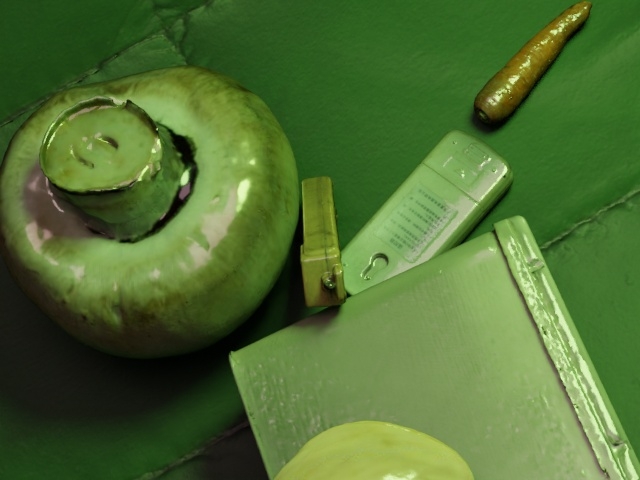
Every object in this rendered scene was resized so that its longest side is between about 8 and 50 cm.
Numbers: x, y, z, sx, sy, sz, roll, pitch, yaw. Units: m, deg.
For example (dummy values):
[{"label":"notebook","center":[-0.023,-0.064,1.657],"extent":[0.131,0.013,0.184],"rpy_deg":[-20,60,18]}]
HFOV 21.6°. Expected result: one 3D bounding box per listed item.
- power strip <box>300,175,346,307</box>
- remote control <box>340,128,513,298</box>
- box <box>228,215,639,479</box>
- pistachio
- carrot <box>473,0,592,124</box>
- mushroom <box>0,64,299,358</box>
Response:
[{"label":"power strip","center":[0.000,0.000,1.789],"extent":[0.044,0.064,0.305],"rpy_deg":[-6,20,0]},{"label":"remote control","center":[0.112,-0.018,1.879],"extent":[0.098,0.038,0.233],"rpy_deg":[38,79,25]},{"label":"box","center":[0.123,0.203,1.700],"extent":[0.344,0.177,0.352],"rpy_deg":[-23,63,3]},{"label":"pistachio","center":[0.043,0.237,1.548],"extent":[0.200,0.117,0.145],"rpy_deg":[-17,79,11]},{"label":"carrot","center":[0.247,-0.207,1.934],"extent":[0.047,0.047,0.191],"rpy_deg":[37,75,25]},{"label":"mushroom","center":[-0.189,-0.044,1.835],"extent":[0.352,0.260,0.352],"rpy_deg":[-6,62,11]}]
